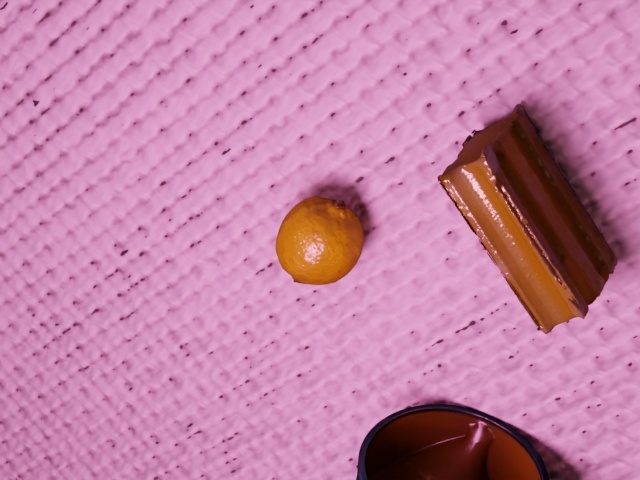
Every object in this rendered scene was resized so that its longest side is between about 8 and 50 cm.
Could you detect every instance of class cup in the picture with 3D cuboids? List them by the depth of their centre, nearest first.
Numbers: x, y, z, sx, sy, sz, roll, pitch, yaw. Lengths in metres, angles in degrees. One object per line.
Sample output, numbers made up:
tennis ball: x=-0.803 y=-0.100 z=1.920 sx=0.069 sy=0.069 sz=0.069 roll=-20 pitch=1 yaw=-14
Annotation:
cup: x=0.176 y=0.394 z=2.134 sx=0.242 sy=0.308 sz=0.292 roll=48 pitch=142 yaw=39

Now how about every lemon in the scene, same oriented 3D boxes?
lemon: x=0.000 y=0.000 z=2.027 sx=0.109 sy=0.109 sz=0.133 roll=35 pitch=122 yaw=6

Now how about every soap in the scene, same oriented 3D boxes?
soap: x=0.239 y=-0.023 z=1.855 sx=0.076 sy=0.135 sz=0.233 roll=-22 pitch=108 yaw=38
